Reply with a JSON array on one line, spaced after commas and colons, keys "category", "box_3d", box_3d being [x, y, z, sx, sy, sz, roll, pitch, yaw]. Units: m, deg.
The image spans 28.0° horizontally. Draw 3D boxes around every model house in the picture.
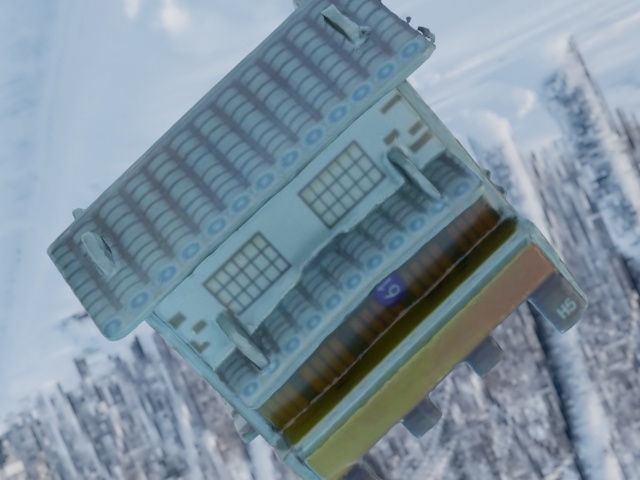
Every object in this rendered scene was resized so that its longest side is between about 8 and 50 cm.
[{"category": "model house", "box_3d": [0.000, 0.000, 0.732, 0.224, 0.215, 0.198, -43, -156, 0]}]
